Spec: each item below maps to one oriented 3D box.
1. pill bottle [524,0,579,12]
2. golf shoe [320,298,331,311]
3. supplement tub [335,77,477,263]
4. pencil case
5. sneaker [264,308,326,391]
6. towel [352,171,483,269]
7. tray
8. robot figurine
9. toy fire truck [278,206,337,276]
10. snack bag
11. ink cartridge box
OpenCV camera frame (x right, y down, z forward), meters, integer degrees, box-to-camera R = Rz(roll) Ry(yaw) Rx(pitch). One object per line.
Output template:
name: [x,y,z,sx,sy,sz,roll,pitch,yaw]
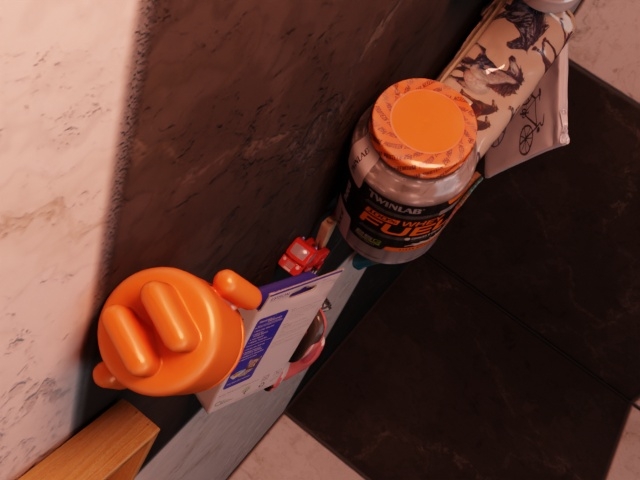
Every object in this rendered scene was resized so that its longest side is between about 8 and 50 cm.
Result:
pill bottle: [0.402,-0.495,1.138,0.169,0.169,0.301,-51,169,-12]
golf shoe: [-0.033,0.134,1.569,0.094,0.077,0.198,-39,164,-2]
supplement tub: [0.132,-0.103,1.159,0.194,0.193,0.316,-49,168,-21]
pencil case: [0.286,-0.287,1.342,0.410,0.183,0.160,-52,-161,-7]
sneaker: [-0.044,0.196,1.492,0.136,0.116,0.314,-20,160,-33]
towel: [0.234,-0.041,1.838,0.271,0.040,0.370,-50,-168,-20]
tray: [-0.366,0.365,0.824,0.411,0.076,0.203,-36,160,-56]
robot figurine: [-0.147,0.098,0.760,0.219,0.128,0.158,64,46,-78]
toy fire truck: [0.000,0.000,1.310,0.135,0.047,0.192,-56,168,9]
snack bag: [0.442,-0.322,1.556,0.342,0.037,0.323,152,-57,-75]
ink cartridge box: [-0.095,0.154,1.228,0.165,0.065,0.333,-15,147,-42]
